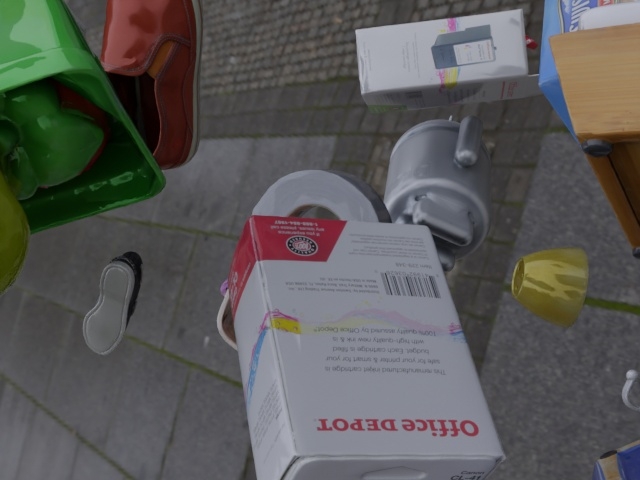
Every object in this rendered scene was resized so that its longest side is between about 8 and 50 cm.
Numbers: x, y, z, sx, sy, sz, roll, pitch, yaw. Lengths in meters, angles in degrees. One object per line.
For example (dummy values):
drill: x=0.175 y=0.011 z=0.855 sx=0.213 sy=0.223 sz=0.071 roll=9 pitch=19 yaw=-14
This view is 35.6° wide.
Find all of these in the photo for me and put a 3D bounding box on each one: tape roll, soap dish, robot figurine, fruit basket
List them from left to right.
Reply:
fruit basket: x=-0.341 y=-0.039 z=0.910 sx=0.283 sy=0.391 sz=0.392 roll=72 pitch=-161 yaw=-64
tape roll: x=0.000 y=0.000 z=1.534 sx=0.219 sy=0.072 sz=0.219 roll=2 pitch=95 yaw=19
robot figurine: x=0.224 y=-0.097 z=1.894 sx=0.300 sy=0.199 sz=0.353 roll=-56 pitch=13 yaw=36
soap dish: x=0.334 y=-0.081 z=0.821 sx=0.228 sy=0.291 sz=0.118 roll=-1 pitch=67 yaw=29

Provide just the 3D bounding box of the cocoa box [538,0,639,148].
cocoa box: x=0.412 y=-0.159 z=1.058 sx=0.227 sy=0.347 sz=0.232 roll=-19 pitch=40 yaw=34

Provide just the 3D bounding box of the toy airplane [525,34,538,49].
toy airplane: x=0.340 y=-0.357 z=1.870 sx=0.151 sy=0.151 sz=0.028 roll=-26 pitch=39 yaw=51

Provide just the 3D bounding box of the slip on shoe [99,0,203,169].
slip on shoe: x=-0.210 y=-0.231 z=1.183 sx=0.123 sy=0.101 sz=0.332 roll=16 pitch=121 yaw=28

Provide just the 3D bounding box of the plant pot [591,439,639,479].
plant pot: x=0.370 y=0.279 z=0.892 sx=0.235 sy=0.236 sz=0.212 roll=-24 pitch=87 yaw=12

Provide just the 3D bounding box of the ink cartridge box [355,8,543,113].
ink cartridge box: x=0.249 y=-0.311 z=1.735 sx=0.207 sy=0.353 sz=0.119 roll=15 pitch=-110 yaw=-82

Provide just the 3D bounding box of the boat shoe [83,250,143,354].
boat shoe: x=-0.213 y=0.065 z=1.033 sx=0.038 sy=0.046 sz=0.125 roll=-54 pitch=-14 yaw=-57

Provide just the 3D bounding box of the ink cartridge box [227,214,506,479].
ink cartridge box: x=0.034 y=0.128 z=1.063 sx=0.131 sy=0.226 sz=0.306 roll=116 pitch=152 yaw=-45

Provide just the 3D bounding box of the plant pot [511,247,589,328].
plant pot: x=0.368 y=0.070 z=1.629 sx=0.134 sy=0.095 sz=0.134 roll=-170 pitch=90 yaw=-86

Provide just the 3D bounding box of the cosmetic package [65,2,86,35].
cosmetic package: x=-0.646 y=-0.346 z=1.485 sx=0.393 sy=0.327 sz=0.329 roll=-40 pitch=72 yaw=5

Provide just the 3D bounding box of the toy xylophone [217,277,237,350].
toy xylophone: x=-0.031 y=0.165 z=1.530 sx=0.081 sy=0.322 sz=0.236 roll=-54 pitch=10 yaw=7

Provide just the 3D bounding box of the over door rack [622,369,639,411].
over door rack: x=0.615 y=0.214 z=1.364 sx=0.239 sy=0.324 sz=0.108 roll=-147 pitch=59 yaw=-82
